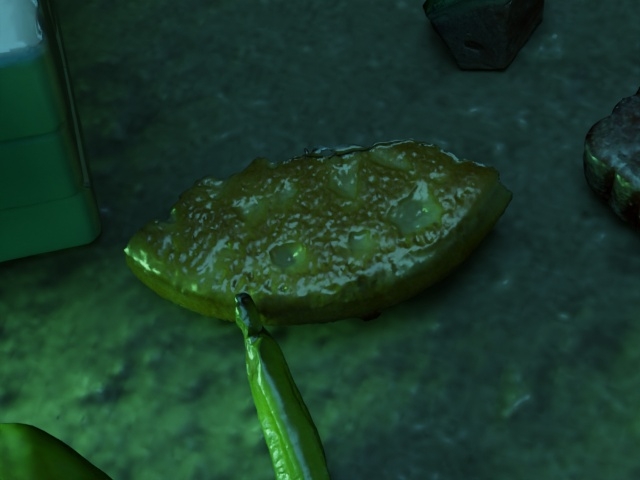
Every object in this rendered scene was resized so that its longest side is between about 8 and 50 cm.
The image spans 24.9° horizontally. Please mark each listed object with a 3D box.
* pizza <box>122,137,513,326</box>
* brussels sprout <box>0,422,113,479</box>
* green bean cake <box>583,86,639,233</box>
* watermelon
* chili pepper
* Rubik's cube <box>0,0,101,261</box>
[{"bbox_3d":[0.000,0.000,0.922,0.246,0.058,0.127,-19,62,-1],"label":"pizza"},{"bbox_3d":[-0.198,0.198,0.785,0.223,0.161,0.223,0,60,0],"label":"brussels sprout"},{"bbox_3d":[0.251,-0.050,0.915,0.136,0.056,0.135,-40,65,-13],"label":"green bean cake"},{"bbox_3d":[0.120,-0.159,0.986,0.084,0.092,0.072,-46,104,-7],"label":"watermelon"},{"bbox_3d":[-0.017,0.132,0.858,0.049,0.043,0.208,1,62,-28],"label":"chili pepper"},{"bbox_3d":[-0.310,-0.147,0.874,0.291,0.291,0.291,-11,72,-7],"label":"Rubik's cube"}]
